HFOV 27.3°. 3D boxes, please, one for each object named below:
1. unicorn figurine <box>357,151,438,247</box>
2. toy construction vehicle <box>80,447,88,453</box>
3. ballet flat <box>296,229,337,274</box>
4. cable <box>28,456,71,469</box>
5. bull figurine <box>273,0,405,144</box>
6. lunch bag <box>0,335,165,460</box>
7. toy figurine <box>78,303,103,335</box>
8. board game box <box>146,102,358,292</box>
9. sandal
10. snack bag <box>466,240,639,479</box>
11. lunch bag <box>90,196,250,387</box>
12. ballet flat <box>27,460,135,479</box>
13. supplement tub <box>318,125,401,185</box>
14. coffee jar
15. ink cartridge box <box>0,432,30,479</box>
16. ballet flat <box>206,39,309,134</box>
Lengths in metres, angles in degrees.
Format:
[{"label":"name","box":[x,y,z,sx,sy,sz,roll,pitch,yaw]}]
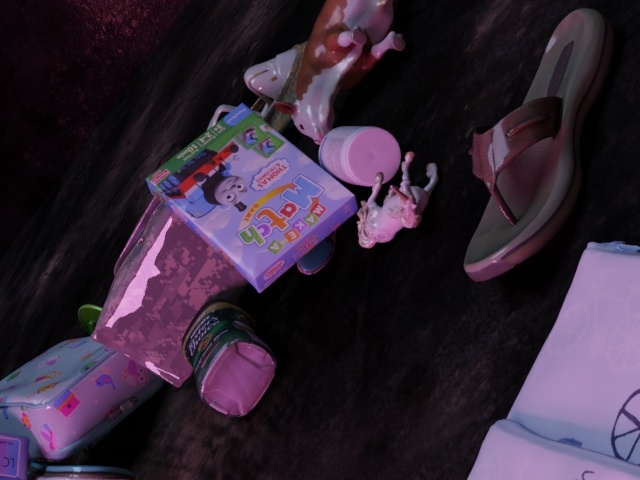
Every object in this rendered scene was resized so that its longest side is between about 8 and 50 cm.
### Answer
[{"label":"unicorn figurine","box":[0.085,-0.041,1.408,0.162,0.060,0.111,118,170,-51]},{"label":"toy construction vehicle","box":[-0.349,0.280,2.039,0.098,0.035,0.086,-28,35,57]},{"label":"ballet flat","box":[0.000,0.000,1.588,0.041,0.041,0.114,-32,32,53]},{"label":"cable","box":[-0.432,0.395,2.090,0.287,0.072,0.140,146,134,-75]},{"label":"bull figurine","box":[0.050,-0.281,1.787,0.188,0.101,0.310,-19,46,57]},{"label":"lunch bag","box":[-0.359,0.221,1.914,0.224,0.108,0.279,-35,16,-37]},{"label":"toy figurine","box":[-0.283,0.102,2.080,0.159,0.130,0.173,-54,-11,-30]},{"label":"board game box","box":[-0.084,-0.055,1.589,0.160,0.211,0.039,-40,-30,-16]},{"label":"sandal","box":[0.179,-0.092,1.182,0.120,0.086,0.303,-30,34,55]},{"label":"snack bag","box":[0.192,0.147,0.862,0.343,0.037,0.323,-62,18,-9]},{"label":"lunch bag","box":[-0.176,0.019,1.801,0.235,0.169,0.287,-56,8,19]},{"label":"ballet flat","box":[-0.325,0.361,1.750,0.139,0.139,0.400,-65,15,-17]},{"label":"supplement tub","box":[0.045,-0.101,1.563,0.071,0.071,0.107,-60,19,-4]},{"label":"coffee jar","box":[-0.114,0.136,1.590,0.096,0.079,0.184,-57,18,4]},{"label":"ink cartridge box","box":[-0.489,0.484,1.740,0.270,0.151,0.395,121,154,-47]},{"label":"ballet flat","box":[-0.089,-0.192,1.979,0.348,0.123,0.123,-52,20,18]}]
